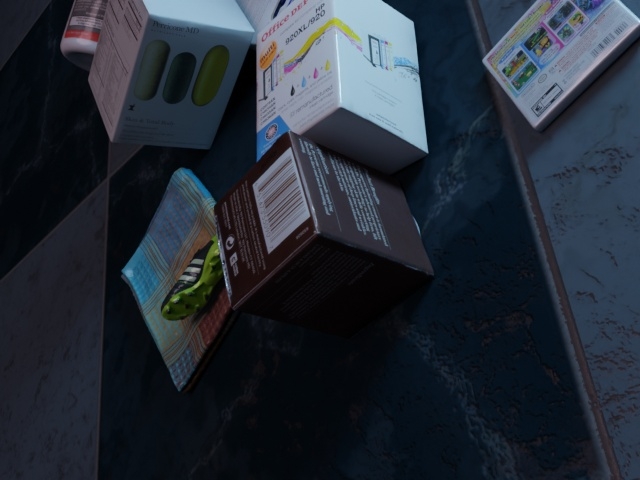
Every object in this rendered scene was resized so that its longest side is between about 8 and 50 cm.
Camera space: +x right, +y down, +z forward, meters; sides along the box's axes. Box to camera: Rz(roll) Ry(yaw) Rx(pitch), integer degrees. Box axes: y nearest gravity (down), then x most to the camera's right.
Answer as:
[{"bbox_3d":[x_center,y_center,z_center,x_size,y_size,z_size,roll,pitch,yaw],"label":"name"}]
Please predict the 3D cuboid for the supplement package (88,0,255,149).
[{"bbox_3d":[-0.280,-0.333,1.370,0.198,0.199,0.262,61,136,36],"label":"supplement package"}]

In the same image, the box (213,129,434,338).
[{"bbox_3d":[0.000,0.000,0.956,0.167,0.203,0.168,-42,46,31],"label":"box"}]

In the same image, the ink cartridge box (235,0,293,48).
[{"bbox_3d":[-0.125,-0.455,1.411,0.371,0.069,0.175,36,101,53],"label":"ink cartridge box"}]

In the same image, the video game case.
[{"bbox_3d":[0.277,-0.227,0.877,0.157,0.019,0.143,-47,43,27],"label":"video game case"}]

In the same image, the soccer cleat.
[{"bbox_3d":[-0.201,0.060,1.238,0.179,0.060,0.072,-47,36,16],"label":"soccer cleat"}]

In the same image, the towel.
[{"bbox_3d":[-0.246,0.056,1.353,0.271,0.040,0.370,-58,40,15],"label":"towel"}]

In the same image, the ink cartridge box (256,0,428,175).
[{"bbox_3d":[0.024,-0.210,1.046,0.171,0.168,0.232,-28,53,41],"label":"ink cartridge box"}]

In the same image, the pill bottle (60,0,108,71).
[{"bbox_3d":[-0.437,-0.559,1.706,0.210,0.210,0.363,8,81,51],"label":"pill bottle"}]
